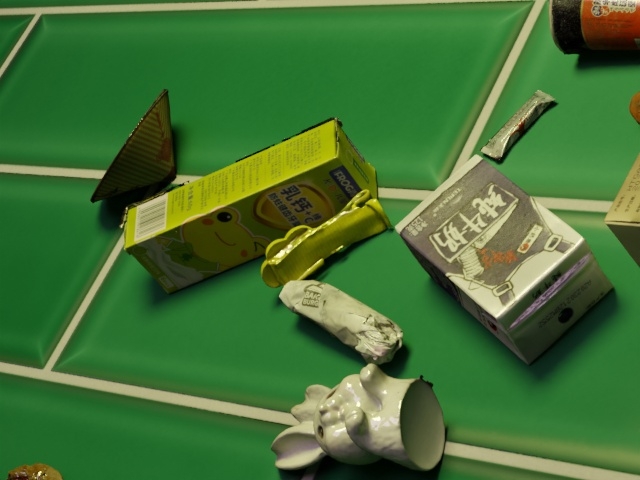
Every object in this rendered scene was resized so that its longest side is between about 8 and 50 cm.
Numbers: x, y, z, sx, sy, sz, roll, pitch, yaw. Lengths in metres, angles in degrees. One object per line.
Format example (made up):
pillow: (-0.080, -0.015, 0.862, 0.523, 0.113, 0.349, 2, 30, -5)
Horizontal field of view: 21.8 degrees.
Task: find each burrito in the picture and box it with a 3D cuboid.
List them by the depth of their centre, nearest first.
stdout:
burrito: (0.025, 0.091, 1.966, 0.064, 0.064, 0.203, -48, 41, -10)

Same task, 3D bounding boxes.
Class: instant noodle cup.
instant noodle cup: (0.365, -0.281, 2.013, 0.136, 0.127, 0.127, 13, 62, 34)

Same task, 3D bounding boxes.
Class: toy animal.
toy animal: (0.017, 0.198, 1.828, 0.221, 0.131, 0.103, -6, 65, 37)

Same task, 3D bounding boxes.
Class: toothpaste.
toothpaste: (-0.093, -0.041, 2.134, 0.328, 0.110, 0.077, -22, 42, 19)

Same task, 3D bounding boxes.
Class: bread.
bread: (-0.355, 0.321, 2.040, 0.082, 0.060, 0.113, -26, 41, 19)

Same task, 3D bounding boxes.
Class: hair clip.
hair clip: (0.000, 0.000, 2.058, 0.173, 0.072, 0.046, -33, 32, 1)

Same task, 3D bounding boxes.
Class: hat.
hat: (-0.240, -0.113, 2.342, 0.193, 0.082, 0.193, -54, 5, 7)

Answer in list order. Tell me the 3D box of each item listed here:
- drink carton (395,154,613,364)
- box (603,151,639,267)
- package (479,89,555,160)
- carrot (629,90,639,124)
drink carton: (0.205, 0.020, 1.867, 0.134, 0.102, 0.222, -40, 42, -5)
box: (0.408, -0.049, 1.721, 0.095, 0.168, 0.212, 7, 58, 46)
package: (0.244, -0.143, 2.047, 0.110, 0.015, 0.037, -47, 42, -7)
carrot: (0.434, -0.155, 1.885, 0.186, 0.060, 0.060, 4, 56, 44)
